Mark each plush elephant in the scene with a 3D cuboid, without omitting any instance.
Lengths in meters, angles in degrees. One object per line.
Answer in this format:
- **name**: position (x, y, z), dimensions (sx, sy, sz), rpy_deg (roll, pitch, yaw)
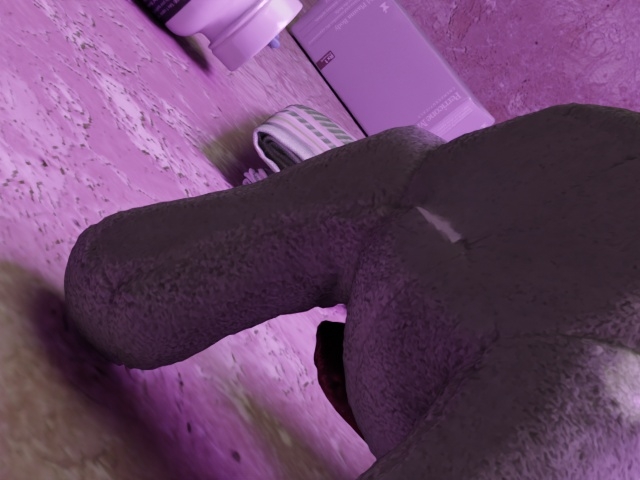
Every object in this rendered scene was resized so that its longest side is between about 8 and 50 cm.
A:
- **plush elephant**: position (0.098, 0.081, 0.509), dimensions (0.272, 0.330, 0.255), rpy_deg (45, -17, 50)

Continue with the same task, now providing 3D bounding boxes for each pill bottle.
- **pill bottle**: position (-0.107, -0.230, 1.017), dimensions (0.193, 0.108, 0.108), rpy_deg (47, 13, -12)

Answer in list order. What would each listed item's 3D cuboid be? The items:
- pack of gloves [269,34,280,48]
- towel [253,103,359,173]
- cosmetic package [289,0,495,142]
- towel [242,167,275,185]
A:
- **pack of gloves**: position (-0.118, -0.307, 1.352), dimensions (0.195, 0.046, 0.232), rpy_deg (56, 14, 29)
- **towel**: position (0.057, -0.016, 1.015), dimensions (0.248, 0.038, 0.325), rpy_deg (40, 10, -4)
- **cosmetic package**: position (0.084, -0.197, 1.545), dimensions (0.238, 0.127, 0.107), rpy_deg (54, 13, 27)
- **towel**: position (0.000, 0.000, 0.925), dimensions (0.113, 0.023, 0.152), rpy_deg (54, 11, 10)
